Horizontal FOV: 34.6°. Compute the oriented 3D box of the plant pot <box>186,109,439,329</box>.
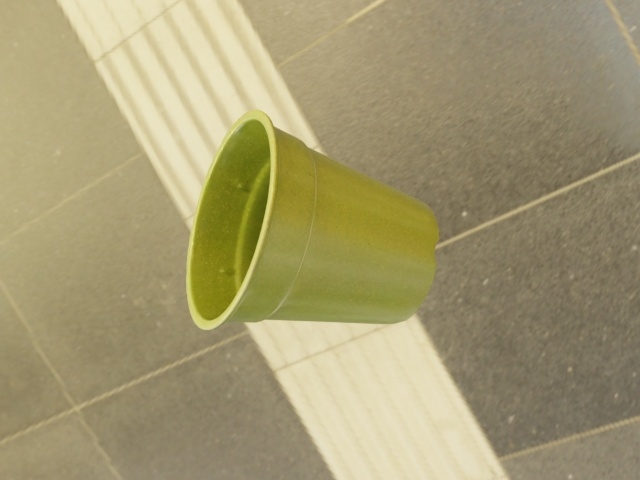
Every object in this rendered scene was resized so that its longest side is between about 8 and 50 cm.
[{"bbox_3d":[0.000,0.000,0.395,0.079,0.083,0.083,13,125,-24],"label":"plant pot"}]
